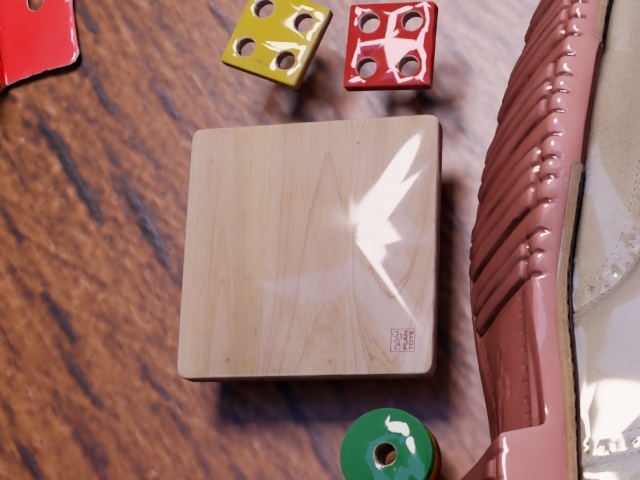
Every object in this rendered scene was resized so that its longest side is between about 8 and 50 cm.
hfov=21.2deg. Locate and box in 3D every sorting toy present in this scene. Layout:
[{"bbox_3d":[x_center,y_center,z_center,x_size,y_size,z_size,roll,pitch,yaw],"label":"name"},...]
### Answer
[{"bbox_3d":[0.000,0.000,0.878,0.132,0.046,0.274,-3,74,17],"label":"sorting toy"}]

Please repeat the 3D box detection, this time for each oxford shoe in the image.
[{"bbox_3d":[0.148,0.033,0.796,0.146,0.140,0.397,8,76,-5],"label":"oxford shoe"}]

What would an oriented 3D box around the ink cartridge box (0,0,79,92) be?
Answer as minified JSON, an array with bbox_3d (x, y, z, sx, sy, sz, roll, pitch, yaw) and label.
[{"bbox_3d":[-0.265,-0.141,0.988,0.231,0.078,0.134,-15,70,13],"label":"ink cartridge box"}]
